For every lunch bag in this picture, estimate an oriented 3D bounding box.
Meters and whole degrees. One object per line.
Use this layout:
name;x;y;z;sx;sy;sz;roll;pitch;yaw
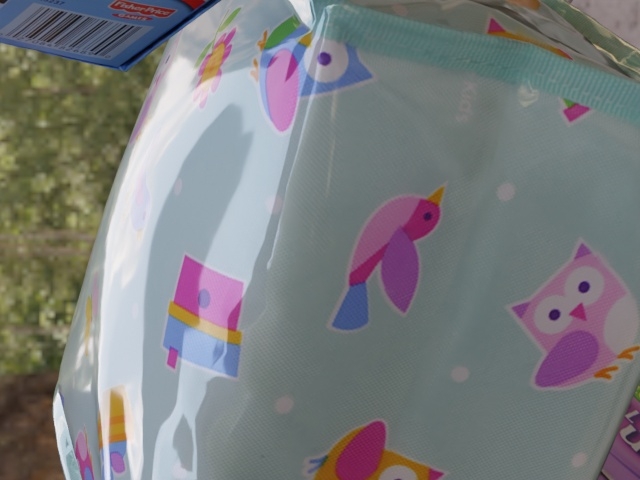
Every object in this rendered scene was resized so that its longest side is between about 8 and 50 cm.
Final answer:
lunch bag;0.000;0.000;0.485;0.262;0.160;0.223;-122;47;-64

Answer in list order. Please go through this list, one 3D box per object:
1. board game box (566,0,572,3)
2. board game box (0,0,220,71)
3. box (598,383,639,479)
board game box;0.168;-0.186;1.193;0.347;0.056;0.208;-56;-4;22
board game box;-0.050;-0.093;0.215;0.211;0.160;0.039;-22;65;50
box;0.179;0.134;0.607;0.213;0.243;0.117;46;124;7
